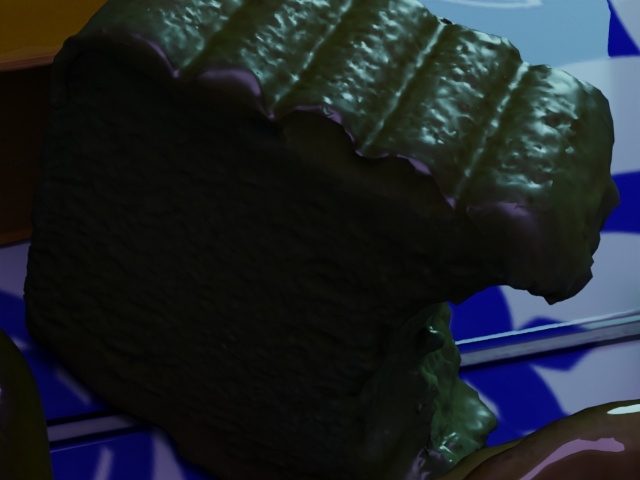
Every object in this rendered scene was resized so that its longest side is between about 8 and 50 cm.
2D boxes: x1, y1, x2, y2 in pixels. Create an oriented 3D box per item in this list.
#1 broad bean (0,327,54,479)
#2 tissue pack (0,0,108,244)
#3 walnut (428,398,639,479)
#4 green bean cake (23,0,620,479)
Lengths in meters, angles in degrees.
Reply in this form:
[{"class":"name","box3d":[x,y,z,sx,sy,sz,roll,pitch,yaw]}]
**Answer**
[{"class":"broad bean","box3d":[-0.144,0.129,0.715,0.075,0.067,0.325,27,38,-38]},{"class":"tissue pack","box3d":[-0.213,-0.138,0.850,0.194,0.145,0.274,-13,59,-25]},{"class":"walnut","box3d":[0.105,0.176,0.653,0.257,0.257,0.224,-13,25,-27]},{"class":"green bean cake","box3d":[0.000,0.000,0.748,0.233,0.236,0.124,28,48,7]}]
